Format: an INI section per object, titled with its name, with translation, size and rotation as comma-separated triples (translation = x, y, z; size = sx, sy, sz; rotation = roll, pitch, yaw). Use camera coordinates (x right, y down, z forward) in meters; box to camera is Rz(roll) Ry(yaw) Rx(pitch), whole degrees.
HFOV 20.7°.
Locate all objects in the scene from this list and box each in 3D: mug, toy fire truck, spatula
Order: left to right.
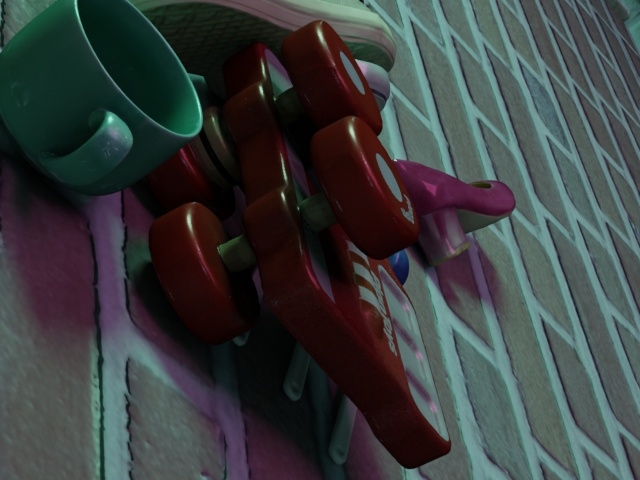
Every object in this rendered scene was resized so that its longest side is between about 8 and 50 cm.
[mug]
translation = -0.161, -0.093, 1.172
size = 0.129, 0.097, 0.158
rotation = 57, 20, 5
[spatula]
translation = -0.013, 0.067, 1.393
size = 0.168, 0.019, 0.242
rotation = 51, 23, -15
[toy fire truck]
translation = 0.000, 0.000, 1.312
size = 0.254, 0.169, 0.302
rotation = 53, 15, -38

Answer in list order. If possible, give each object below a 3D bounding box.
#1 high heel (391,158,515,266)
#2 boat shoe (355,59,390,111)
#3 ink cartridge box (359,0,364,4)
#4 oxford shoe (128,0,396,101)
[high heel]
translation = 0.135, -0.057, 1.854
size = 0.117, 0.082, 0.244
rotation = 64, 31, -5
[boat shoe]
translation = 0.011, -0.096, 1.493
size = 0.226, 0.083, 0.076
rotation = 119, -24, -80
[ink cartridge box]
translation = 0.003, -0.431, 1.828
size = 0.307, 0.072, 0.303
rotation = -93, 179, -46
[oxford shoe]
translation = -0.057, -0.200, 1.461
size = 0.449, 0.169, 0.130
rotation = 13, 59, -66
